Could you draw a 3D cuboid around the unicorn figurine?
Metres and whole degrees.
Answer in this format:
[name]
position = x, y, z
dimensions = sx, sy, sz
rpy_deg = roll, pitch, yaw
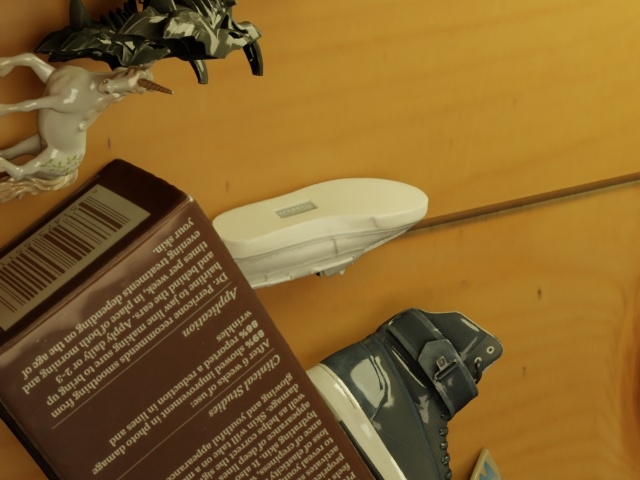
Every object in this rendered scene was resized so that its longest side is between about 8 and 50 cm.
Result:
[unicorn figurine]
position = -0.178, -0.086, 1.059
dimensions = 0.111, 0.162, 0.060
rpy_deg = 0, 63, -23

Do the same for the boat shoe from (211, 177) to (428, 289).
[boat shoe]
position = 0.000, 0.000, 1.222
dimensions = 0.184, 0.066, 0.063
rpy_deg = -17, 128, -28

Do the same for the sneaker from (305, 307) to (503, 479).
[sneaker]
position = 0.104, 0.163, 1.290
dimensions = 0.163, 0.086, 0.226
rpy_deg = -33, 96, -21

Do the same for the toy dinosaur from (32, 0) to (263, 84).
[toy dinosaur]
position = -0.096, -0.226, 1.045
dimensions = 0.322, 0.164, 0.218
rpy_deg = 9, 85, -12

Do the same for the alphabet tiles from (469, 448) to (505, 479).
[alphabet tiles]
position = 0.146, 0.337, 1.375
dimensions = 0.198, 0.009, 0.237
rpy_deg = 60, 40, -31

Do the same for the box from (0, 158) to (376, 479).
[box]
position = -0.101, 0.147, 1.162
dimensions = 0.191, 0.143, 0.381
rpy_deg = -39, 120, -15
